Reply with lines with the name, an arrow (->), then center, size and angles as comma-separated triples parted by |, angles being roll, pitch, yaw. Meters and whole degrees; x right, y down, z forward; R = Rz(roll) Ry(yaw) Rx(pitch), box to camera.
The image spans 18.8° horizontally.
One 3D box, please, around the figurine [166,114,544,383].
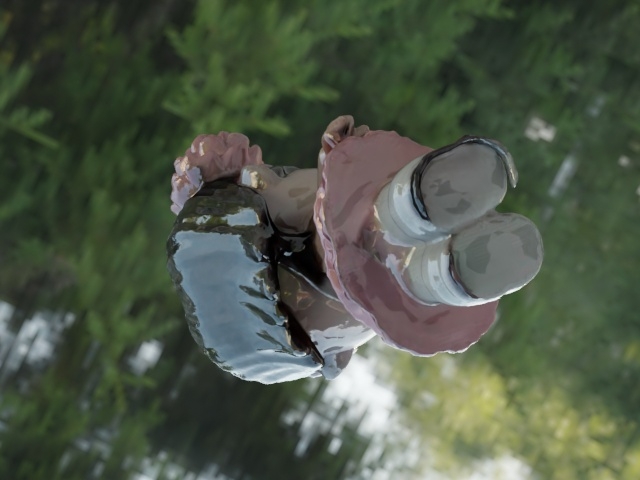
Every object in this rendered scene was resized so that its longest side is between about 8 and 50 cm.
figurine -> 0.000, 0.000, 0.489 | 0.072, 0.054, 0.129 | 62, 154, -7
